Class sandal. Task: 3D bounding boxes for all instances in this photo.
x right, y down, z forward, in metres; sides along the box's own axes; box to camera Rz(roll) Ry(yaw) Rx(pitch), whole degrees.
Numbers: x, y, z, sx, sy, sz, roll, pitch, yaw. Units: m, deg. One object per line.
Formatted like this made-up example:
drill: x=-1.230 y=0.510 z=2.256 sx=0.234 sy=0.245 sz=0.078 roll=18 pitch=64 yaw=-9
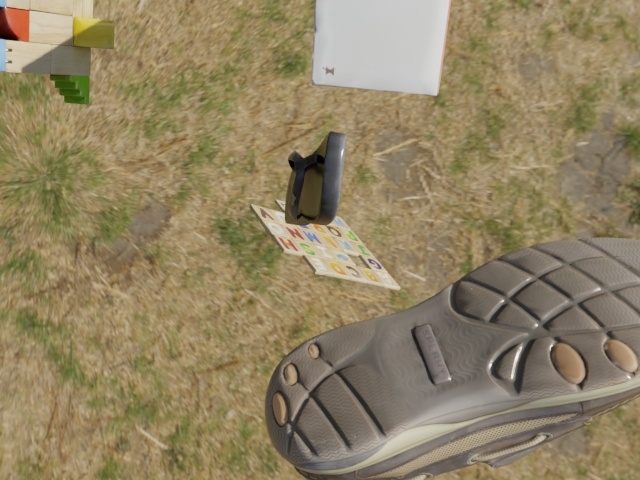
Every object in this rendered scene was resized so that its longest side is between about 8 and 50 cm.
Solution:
sandal: x=-0.020 y=-0.061 z=1.035 sx=0.054 sy=0.254 sz=0.097 roll=8 pitch=78 yaw=-12

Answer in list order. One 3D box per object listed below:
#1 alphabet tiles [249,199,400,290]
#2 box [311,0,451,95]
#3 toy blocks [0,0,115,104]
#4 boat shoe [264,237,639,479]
alphabet tiles: x=0.000 y=0.000 z=1.429 sx=0.237 sy=0.198 sz=0.009 roll=14 pitch=118 yaw=-44
box: x=0.088 y=-0.358 z=1.240 sx=0.168 sy=0.345 sz=0.215 roll=6 pitch=116 yaw=2
toy blocks: x=-0.479 y=-0.410 z=1.392 sx=0.190 sy=0.261 sz=0.382 roll=9 pitch=101 yaw=26
boat shoe: x=0.136 y=0.101 z=0.693 sx=0.355 sy=0.132 sz=0.130 roll=-15 pitch=144 yaw=5
